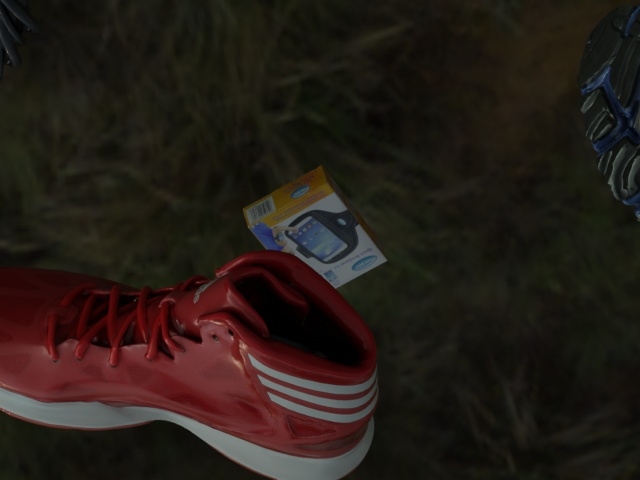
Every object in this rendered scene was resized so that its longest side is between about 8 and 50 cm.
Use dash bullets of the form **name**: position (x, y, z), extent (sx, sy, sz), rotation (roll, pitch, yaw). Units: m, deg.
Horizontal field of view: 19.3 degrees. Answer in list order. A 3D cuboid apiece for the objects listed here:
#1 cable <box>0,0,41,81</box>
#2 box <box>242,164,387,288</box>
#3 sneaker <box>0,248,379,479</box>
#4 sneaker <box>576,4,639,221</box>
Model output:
- **cable**: position (-0.228, -0.156, 1.124), extent (0.047, 0.150, 0.184), rotation (-39, 175, -38)
- **box**: position (0.000, 0.000, 1.655), extent (0.081, 0.028, 0.136), rotation (-29, 133, 11)
- **sneaker**: position (-0.075, 0.032, 0.863), extent (0.221, 0.087, 0.128), rotation (12, 144, 0)
- **sneaker**: position (0.199, -0.019, 0.785), extent (0.083, 0.221, 0.087), rotation (-54, 166, 25)
